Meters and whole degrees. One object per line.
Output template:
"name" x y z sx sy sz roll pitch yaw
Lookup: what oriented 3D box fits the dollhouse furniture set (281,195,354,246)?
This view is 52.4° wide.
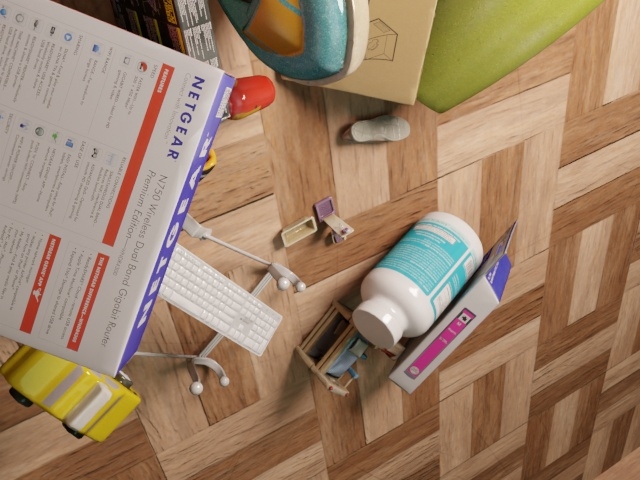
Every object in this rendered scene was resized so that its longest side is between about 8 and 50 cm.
"dollhouse furniture set" 0.000 0.000 1.110 0.114 0.081 0.091 -29 131 -16

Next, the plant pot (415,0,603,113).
"plant pot" 0.225 -0.342 0.948 0.275 0.275 0.293 18 123 -41

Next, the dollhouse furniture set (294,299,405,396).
"dollhouse furniture set" 0.076 0.230 1.280 0.129 0.129 0.184 -51 133 5

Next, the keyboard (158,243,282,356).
"keyboard" -0.148 0.088 0.929 0.256 0.014 0.072 42 67 -42

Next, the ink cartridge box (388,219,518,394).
"ink cartridge box" 0.277 0.133 1.277 0.371 0.069 0.176 -57 173 31

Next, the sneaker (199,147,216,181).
"sneaker" -0.226 -0.133 0.852 0.083 0.084 0.215 -24 151 26

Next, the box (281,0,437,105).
"box" 0.049 -0.282 0.900 0.201 0.021 0.164 14 126 7

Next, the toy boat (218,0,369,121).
"toy boat" -0.079 -0.257 0.801 0.148 0.267 0.318 -27 162 -38

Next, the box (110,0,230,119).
"box" -0.183 -0.247 0.748 0.045 0.184 0.190 -31 132 -29

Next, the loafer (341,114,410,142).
"loafer" 0.092 -0.184 1.090 0.125 0.039 0.045 -10 91 -33

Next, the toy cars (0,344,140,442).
"toy cars" -0.301 0.101 0.807 0.176 0.087 0.393 -9 113 -35

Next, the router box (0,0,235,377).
"router box" -0.288 -0.069 0.667 0.301 0.082 0.335 22 99 -3

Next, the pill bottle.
"pill bottle" 0.173 0.075 1.187 0.264 0.146 0.146 -43 137 -30

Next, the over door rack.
"over door rack" -0.174 0.114 1.012 0.239 0.108 0.324 -51 146 3
